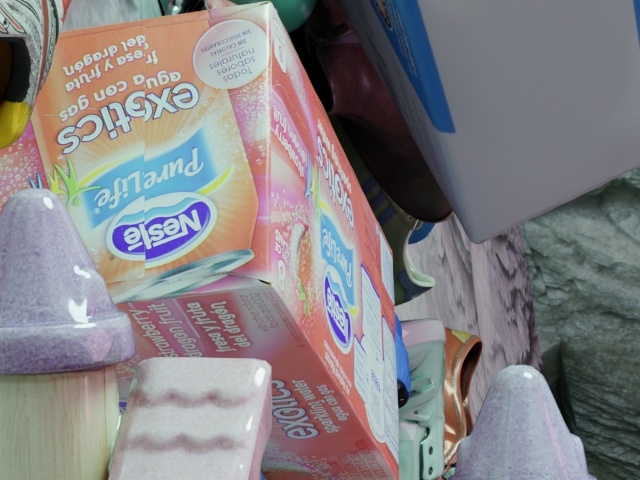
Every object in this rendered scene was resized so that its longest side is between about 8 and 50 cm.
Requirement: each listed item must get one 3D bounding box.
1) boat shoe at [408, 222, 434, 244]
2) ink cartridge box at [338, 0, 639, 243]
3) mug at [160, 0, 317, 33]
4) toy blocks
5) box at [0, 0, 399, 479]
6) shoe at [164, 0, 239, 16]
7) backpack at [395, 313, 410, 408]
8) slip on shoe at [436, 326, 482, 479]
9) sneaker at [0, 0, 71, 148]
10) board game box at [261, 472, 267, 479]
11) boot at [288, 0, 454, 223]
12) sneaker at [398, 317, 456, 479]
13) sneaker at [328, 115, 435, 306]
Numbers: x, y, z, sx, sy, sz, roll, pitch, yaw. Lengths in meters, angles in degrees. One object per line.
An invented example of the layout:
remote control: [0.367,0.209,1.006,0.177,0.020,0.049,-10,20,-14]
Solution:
boat shoe: [0.078,-0.116,1.802,0.089,0.109,0.258,-86,177,-53]
ink cartridge box: [0.078,-0.244,1.392,0.285,0.166,0.395,68,-4,-53]
mug: [-0.048,-0.201,1.292,0.158,0.097,0.129,-73,154,-63]
toy blocks: [-0.063,0.111,0.543,0.309,0.288,0.260,-18,107,-77]
box: [-0.055,0.023,1.003,0.300,0.142,0.154,60,25,-63]
shoe: [-0.075,-0.069,1.194,0.081,0.063,0.178,33,61,-43]
backpack: [-0.002,0.074,1.301,0.098,0.120,0.101,50,35,-69]
slip on shoe: [0.121,0.236,1.887,0.123,0.101,0.331,61,25,-67]
sneaker: [-0.150,-0.118,0.749,0.225,0.088,0.093,67,21,-55]
board game box: [-0.044,0.320,1.041,0.233,0.078,0.347,63,23,-61]
boot: [0.028,-0.112,1.607,0.248,0.090,0.207,64,20,-3]
sneaker: [0.071,0.151,1.702,0.256,0.094,0.151,38,49,-73]
sneaker: [0.056,-0.032,1.753,0.064,0.086,0.192,-57,139,-73]
